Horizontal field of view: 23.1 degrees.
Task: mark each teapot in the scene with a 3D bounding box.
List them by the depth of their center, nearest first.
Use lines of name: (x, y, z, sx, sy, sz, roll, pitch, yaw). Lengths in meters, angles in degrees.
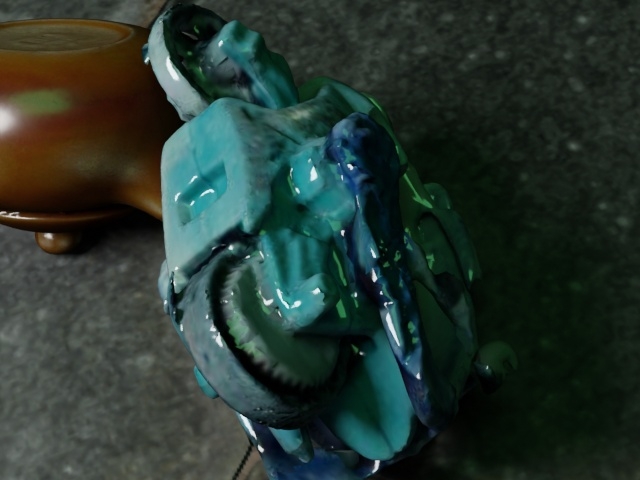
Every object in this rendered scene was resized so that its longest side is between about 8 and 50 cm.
teapot: (-0.173, -0.061, 0.923, 0.252, 0.135, 0.178, 12, 18, 34)

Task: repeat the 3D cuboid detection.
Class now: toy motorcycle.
toy motorcycle: (0.000, 0.000, 0.819, 0.154, 0.206, 0.260, -39, 45, 33)
